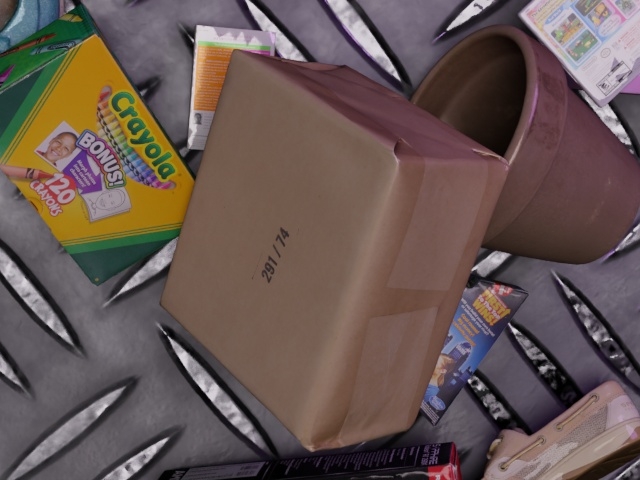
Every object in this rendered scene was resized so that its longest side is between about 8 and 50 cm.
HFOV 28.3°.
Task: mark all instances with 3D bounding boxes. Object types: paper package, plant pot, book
[{"bbox_3d":[0.000,0.000,1.354,0.168,0.309,0.324,0,116,-41],"label":"paper package"},{"bbox_3d":[0.237,-0.082,1.446,0.229,0.263,0.263,24,95,-25],"label":"plant pot"},{"bbox_3d":[-0.104,-0.176,1.492,0.096,0.035,0.144,4,97,-9],"label":"book"}]

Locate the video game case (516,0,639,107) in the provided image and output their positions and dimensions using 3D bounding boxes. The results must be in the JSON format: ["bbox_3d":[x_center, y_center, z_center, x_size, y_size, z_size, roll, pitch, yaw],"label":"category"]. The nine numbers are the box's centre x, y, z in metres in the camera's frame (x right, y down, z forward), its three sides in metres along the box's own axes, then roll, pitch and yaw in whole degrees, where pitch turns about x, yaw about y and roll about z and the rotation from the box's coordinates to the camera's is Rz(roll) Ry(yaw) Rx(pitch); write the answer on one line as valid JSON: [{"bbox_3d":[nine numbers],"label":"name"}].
[{"bbox_3d":[0.322,-0.252,1.410,0.157,0.019,0.143,-43,98,3],"label":"video game case"}]

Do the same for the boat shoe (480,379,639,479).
[{"bbox_3d":[0.254,0.278,1.560,0.302,0.109,0.098,-33,63,11],"label":"boat shoe"}]

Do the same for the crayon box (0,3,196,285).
[{"bbox_3d":[-0.255,-0.099,1.401,0.165,0.081,0.278,-32,130,-1],"label":"crayon box"}]

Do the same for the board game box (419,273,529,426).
[{"bbox_3d":[0.143,0.087,1.536,0.194,0.060,0.194,-41,99,0],"label":"board game box"}]

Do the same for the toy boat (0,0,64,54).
[{"bbox_3d":[-0.430,-0.233,1.360,0.318,0.148,0.267,0,104,-25],"label":"toy boat"}]

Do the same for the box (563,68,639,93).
[{"bbox_3d":[0.419,-0.274,1.486,0.243,0.117,0.213,4,97,-5],"label":"box"}]

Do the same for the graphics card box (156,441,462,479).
[{"bbox_3d":[-0.005,0.376,1.503,0.371,0.094,0.232,-8,99,9],"label":"graphics card box"}]
